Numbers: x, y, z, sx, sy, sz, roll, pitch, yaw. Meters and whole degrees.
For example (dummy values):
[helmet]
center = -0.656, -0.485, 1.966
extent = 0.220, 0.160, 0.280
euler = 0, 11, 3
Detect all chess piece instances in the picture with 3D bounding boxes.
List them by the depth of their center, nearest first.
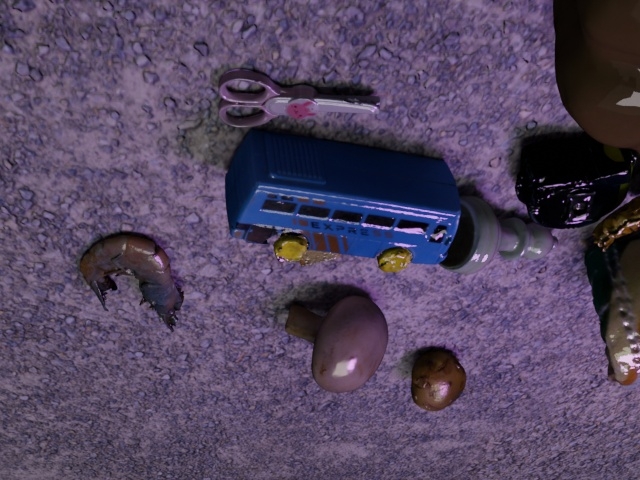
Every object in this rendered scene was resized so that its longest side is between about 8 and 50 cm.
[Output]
[chess piece]
center = 0.335, -0.003, 1.839
extent = 0.272, 0.139, 0.139
euler = 5, 150, -38

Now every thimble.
[thimble]
center = 0.608, 0.138, 1.934
extent = 0.167, 0.288, 0.254
euler = -12, 180, 15

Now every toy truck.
[toy truck]
center = 0.043, -0.061, 1.648
extent = 0.385, 0.161, 0.162
euler = 8, 138, -19

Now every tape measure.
[tape measure]
center = 0.428, -0.094, 1.694
extent = 0.199, 0.112, 0.186
euler = -7, 151, 6

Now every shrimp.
[shrimp]
center = -0.359, 0.086, 1.922
extent = 0.178, 0.075, 0.289
euler = 0, 151, 7

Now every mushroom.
[mushroom]
center = 0.025, 0.200, 2.077
extent = 0.215, 0.207, 0.207
euler = 22, 153, 15

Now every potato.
[potato]
center = 0.273, 0.333, 2.370
extent = 0.137, 0.137, 0.176
euler = -8, 151, 5

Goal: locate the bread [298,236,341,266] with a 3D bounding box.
[bread]
center = 0.000, 0.000, 1.877
extent = 0.084, 0.080, 0.109
euler = -11, -176, 9

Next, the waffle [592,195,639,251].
[waffle]
center = 0.575, -0.073, 1.695
extent = 0.254, 0.052, 0.245
euler = -25, 171, -45

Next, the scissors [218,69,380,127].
[scissors]
center = -0.031, -0.205, 1.512
extent = 0.242, 0.030, 0.118
euler = 1, 150, -6

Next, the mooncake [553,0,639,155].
[mooncake]
center = 0.508, -0.258, 1.206
extent = 0.467, 0.262, 0.467
euler = 7, 143, 5
